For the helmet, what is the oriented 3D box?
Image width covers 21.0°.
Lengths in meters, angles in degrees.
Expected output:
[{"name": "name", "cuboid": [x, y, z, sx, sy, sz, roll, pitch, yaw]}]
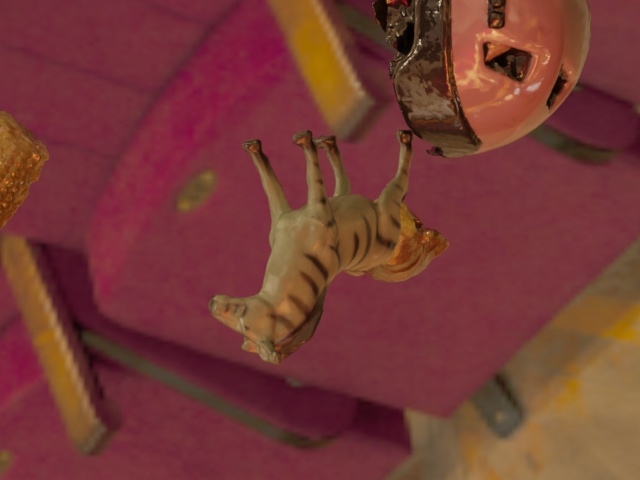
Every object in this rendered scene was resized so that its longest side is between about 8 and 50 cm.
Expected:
[{"name": "helmet", "cuboid": [0.139, -0.163, 1.347, 0.154, 0.253, 0.198, 0, 88, 26]}]

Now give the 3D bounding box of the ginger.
[{"name": "ginger", "cuboid": [0.079, 0.006, 1.829, 0.081, 0.115, 0.205, -63, 9, -13]}]

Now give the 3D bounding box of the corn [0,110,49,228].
[{"name": "corn", "cuboid": [-0.330, 0.017, 1.382, 0.288, 0.086, 0.086, -50, 43, -6]}]

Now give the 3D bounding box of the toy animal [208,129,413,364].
[{"name": "toy animal", "cuboid": [0.004, 0.000, 1.383, 0.073, 0.217, 0.176, -7, 92, 42]}]
